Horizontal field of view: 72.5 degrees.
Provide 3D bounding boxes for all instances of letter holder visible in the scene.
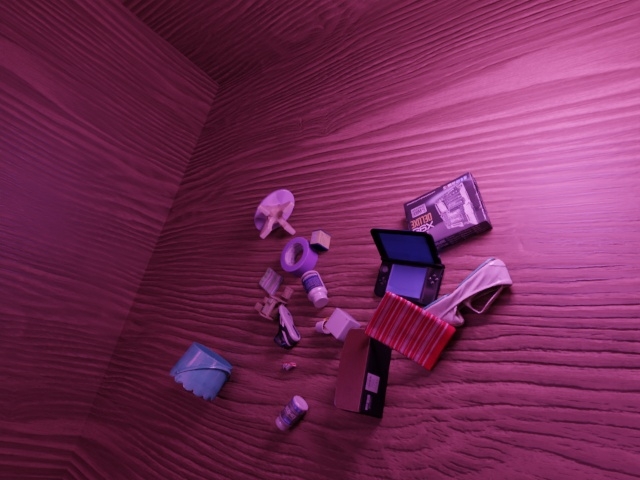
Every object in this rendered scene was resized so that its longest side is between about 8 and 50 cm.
[{"bbox_3d":[0.134,0.503,1.690,0.214,0.152,0.302,-7,61,42],"label":"letter holder"}]

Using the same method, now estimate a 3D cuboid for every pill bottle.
[{"bbox_3d":[-0.123,0.731,1.841,0.137,0.078,0.078,-50,42,7],"label":"pill bottle"},{"bbox_3d":[-0.024,0.229,2.041,0.094,0.094,0.169,-43,44,15],"label":"pill bottle"}]

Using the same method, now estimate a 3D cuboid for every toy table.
[{"bbox_3d":[-0.246,-0.140,2.380,0.274,0.252,0.161,-58,25,15],"label":"toy table"}]

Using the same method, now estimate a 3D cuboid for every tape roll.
[{"bbox_3d":[-0.109,0.084,2.219,0.189,0.080,0.189,-23,51,32],"label":"tape roll"}]

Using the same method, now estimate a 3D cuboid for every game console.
[{"bbox_3d":[0.319,0.103,1.731,0.293,0.173,0.250,6,74,45],"label":"game console"}]

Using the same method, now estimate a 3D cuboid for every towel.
[{"bbox_3d":[-0.267,0.217,2.327,0.152,0.023,0.113,31,88,48],"label":"towel"},{"bbox_3d":[0.314,0.324,1.557,0.274,0.031,0.199,29,111,7],"label":"towel"}]

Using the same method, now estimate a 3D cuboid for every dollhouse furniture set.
[{"bbox_3d":[-0.254,0.290,2.207,0.161,0.101,0.182,23,82,45],"label":"dollhouse furniture set"}]

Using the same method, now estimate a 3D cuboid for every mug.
[{"bbox_3d":[0.016,0.384,1.949,0.064,0.078,0.062,-15,89,47],"label":"mug"}]

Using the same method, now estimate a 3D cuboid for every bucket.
[{"bbox_3d":[-0.588,0.651,2.185,0.281,0.281,0.183,20,72,47],"label":"bucket"}]

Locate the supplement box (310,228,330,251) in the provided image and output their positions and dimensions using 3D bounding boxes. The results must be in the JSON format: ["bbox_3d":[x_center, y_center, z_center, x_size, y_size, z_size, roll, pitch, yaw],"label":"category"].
[{"bbox_3d":[0.000,0.000,2.165,0.056,0.083,0.083,-9,61,39],"label":"supplement box"}]

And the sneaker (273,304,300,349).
[{"bbox_3d":[-0.187,0.421,2.086,0.121,0.079,0.217,-43,45,13],"label":"sneaker"}]

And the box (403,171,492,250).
[{"bbox_3d":[0.503,-0.101,1.763,0.307,0.076,0.243,-26,51,29],"label":"box"}]

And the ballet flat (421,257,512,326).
[{"bbox_3d":[0.500,0.224,1.548,0.400,0.139,0.139,-41,45,16],"label":"ballet flat"}]

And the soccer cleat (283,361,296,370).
[{"bbox_3d":[-0.141,0.575,1.992,0.083,0.029,0.036,-9,69,43],"label":"soccer cleat"}]

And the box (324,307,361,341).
[{"bbox_3d":[0.094,0.362,1.856,0.101,0.087,0.102,-55,42,2],"label":"box"}]
